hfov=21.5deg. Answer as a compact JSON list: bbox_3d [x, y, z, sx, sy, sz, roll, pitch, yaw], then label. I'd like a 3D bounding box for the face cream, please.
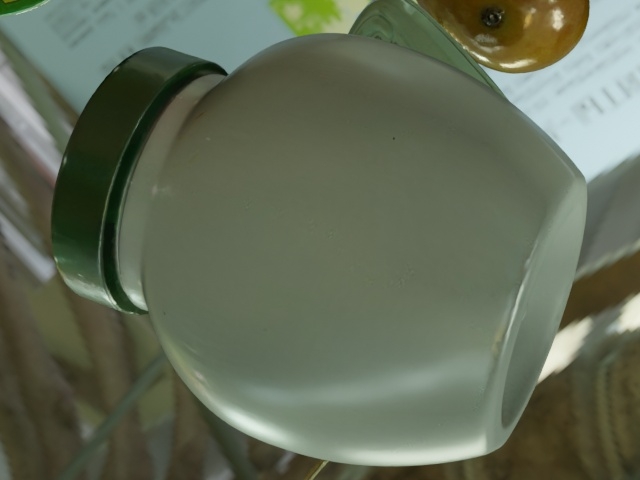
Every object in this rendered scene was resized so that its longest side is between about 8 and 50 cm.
[{"bbox_3d":[0.000,0.000,1.262,0.219,0.357,0.312,-5,113,-69],"label":"face cream"}]

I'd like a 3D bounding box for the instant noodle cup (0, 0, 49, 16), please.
[{"bbox_3d":[-0.253,-0.287,1.427,0.207,0.207,0.232,-40,-178,8],"label":"instant noodle cup"}]

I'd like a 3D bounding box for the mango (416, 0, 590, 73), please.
[{"bbox_3d":[0.164,-0.271,1.676,0.139,0.175,0.254,-54,-135,27],"label":"mango"}]

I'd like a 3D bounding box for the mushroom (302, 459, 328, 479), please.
[{"bbox_3d":[0.004,0.313,2.351,0.286,0.026,0.028,-51,-171,6],"label":"mushroom"}]

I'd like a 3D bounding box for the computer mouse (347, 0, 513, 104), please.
[{"bbox_3d":[0.122,-0.092,1.503,0.097,0.288,0.159,-15,151,-31],"label":"computer mouse"}]
